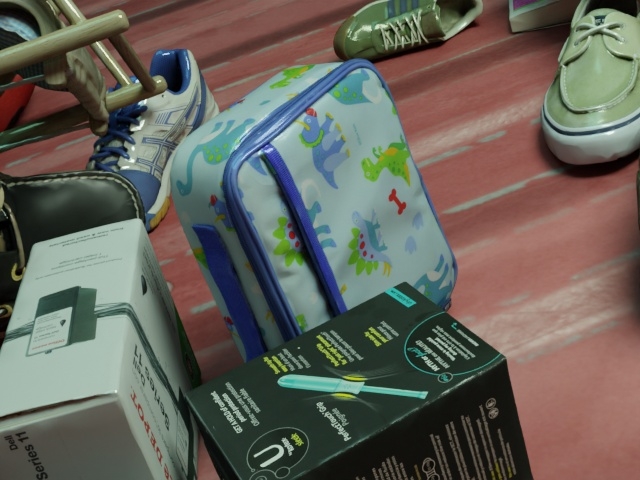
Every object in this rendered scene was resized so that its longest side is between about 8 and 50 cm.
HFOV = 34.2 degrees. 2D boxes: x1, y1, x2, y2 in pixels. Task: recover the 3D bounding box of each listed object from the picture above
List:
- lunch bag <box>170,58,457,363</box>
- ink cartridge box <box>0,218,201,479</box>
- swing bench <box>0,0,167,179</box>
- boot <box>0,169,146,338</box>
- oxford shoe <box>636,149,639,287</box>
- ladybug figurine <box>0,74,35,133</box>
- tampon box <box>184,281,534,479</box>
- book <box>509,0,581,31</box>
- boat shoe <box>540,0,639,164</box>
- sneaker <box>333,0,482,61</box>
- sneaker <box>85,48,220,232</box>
[{"bbox_3d":[0.000,0.000,0.722,0.090,0.219,0.176,5,35,44],"label":"lunch bag"},{"bbox_3d":[-0.141,0.104,0.686,0.087,0.153,0.208,-14,30,3],"label":"ink cartridge box"},{"bbox_3d":[-0.295,-0.145,0.913,0.254,0.165,0.253,-38,-3,-3],"label":"swing bench"},{"bbox_3d":[-0.283,-0.001,0.797,0.377,0.138,0.284,-14,-8,-27],"label":"boot"},{"bbox_3d":[0.321,-0.100,0.797,0.140,0.146,0.397,-4,32,24],"label":"oxford shoe"},{"bbox_3d":[-0.533,-0.236,1.465,0.305,0.162,0.449,-25,29,-15],"label":"ladybug figurine"},{"bbox_3d":[0.023,0.120,0.622,0.161,0.101,0.120,-26,30,-15],"label":"tampon box"},{"bbox_3d":[0.282,-0.304,1.288,0.096,0.035,0.144,-11,29,17],"label":"book"},{"bbox_3d":[0.270,-0.176,1.007,0.109,0.094,0.302,-4,31,22],"label":"boat shoe"},{"bbox_3d":[0.115,-0.269,1.278,0.192,0.064,0.086,-26,25,-22],"label":"sneaker"},{"bbox_3d":[-0.206,-0.099,1.093,0.112,0.131,0.296,-1,34,23],"label":"sneaker"}]
